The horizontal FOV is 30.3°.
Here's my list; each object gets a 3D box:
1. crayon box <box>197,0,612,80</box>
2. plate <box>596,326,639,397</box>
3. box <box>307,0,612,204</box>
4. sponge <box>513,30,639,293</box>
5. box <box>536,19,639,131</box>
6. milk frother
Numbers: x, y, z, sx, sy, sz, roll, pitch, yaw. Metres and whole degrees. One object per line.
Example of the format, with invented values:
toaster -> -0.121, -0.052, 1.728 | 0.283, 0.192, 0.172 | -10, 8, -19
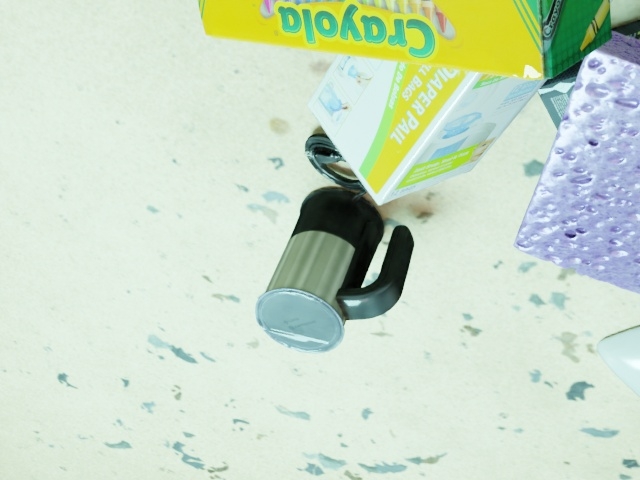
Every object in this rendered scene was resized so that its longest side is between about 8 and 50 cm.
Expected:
crayon box -> 0.034, -0.201, 0.721 | 0.278, 0.081, 0.165 | 14, 125, 39
plate -> 0.438, 0.154, 1.083 | 0.277, 0.045, 0.278 | -26, 119, 41
box -> 0.095, -0.135, 0.859 | 0.103, 0.114, 0.203 | 55, 140, 17
sponge -> 0.228, -0.051, 0.885 | 0.117, 0.031, 0.210 | 20, 138, 7
box -> 0.298, -0.067, 0.905 | 0.183, 0.059, 0.232 | -14, 126, 34
milk frother -> 0.000, 0.000, 1.050 | 0.129, 0.135, 0.143 | -20, 123, 37
